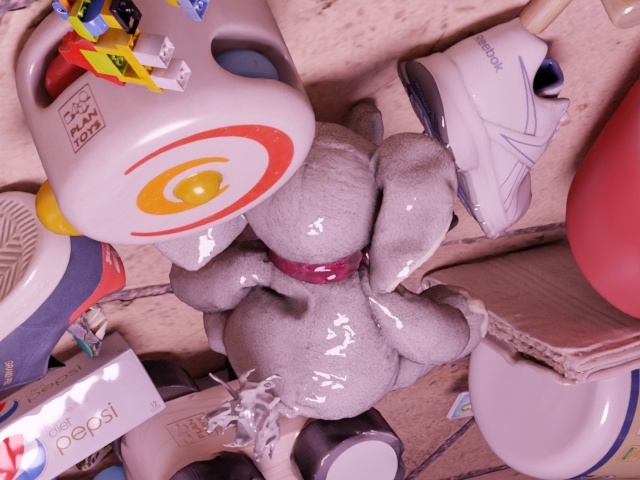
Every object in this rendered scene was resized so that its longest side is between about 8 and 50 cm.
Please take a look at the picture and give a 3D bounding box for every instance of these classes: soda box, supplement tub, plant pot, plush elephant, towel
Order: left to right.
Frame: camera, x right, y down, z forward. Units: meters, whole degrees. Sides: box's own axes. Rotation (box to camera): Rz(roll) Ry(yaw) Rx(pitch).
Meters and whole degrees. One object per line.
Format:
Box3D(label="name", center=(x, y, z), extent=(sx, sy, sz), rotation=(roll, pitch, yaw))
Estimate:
Box3D(label="soda box", center=(-0.261, 0.177, 1.798), extent=(0.216, 0.074, 0.069), rotation=(-32, -159, -10))
Box3D(label="plush elephant", center=(0.000, 0.000, 1.559), extent=(0.330, 0.272, 0.255), rotation=(-49, 152, -65))
Box3D(label="towel", center=(0.252, 0.074, 1.947), extent=(0.187, 0.282, 0.049), rotation=(-11, 113, -25))
Box3D(label="supplement tub", center=(0.354, 0.167, 2.220), extent=(0.316, 0.228, 0.228), rotation=(6, 144, -42))
Box3D(label="plant pot", center=(0.367, -0.047, 1.772), extent=(0.275, 0.275, 0.243), rotation=(-14, 167, -22))

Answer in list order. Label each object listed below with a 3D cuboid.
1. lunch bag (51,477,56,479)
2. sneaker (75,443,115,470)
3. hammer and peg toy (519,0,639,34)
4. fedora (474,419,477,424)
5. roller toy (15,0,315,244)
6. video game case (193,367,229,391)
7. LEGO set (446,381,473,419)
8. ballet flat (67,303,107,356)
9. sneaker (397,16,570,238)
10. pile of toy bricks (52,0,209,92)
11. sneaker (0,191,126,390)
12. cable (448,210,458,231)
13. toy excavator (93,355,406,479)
Box3D(label="lunch bag", center=(-0.388, 0.263, 1.933), extent=(0.219, 0.090, 0.176), rotation=(-35, 158, 29))
Box3D(label="sneaker", center=(-0.236, 0.227, 2.070), extent=(0.083, 0.031, 0.035), rotation=(-37, 154, 30))
Box3D(label="hammer and peg toy", center=(0.289, -0.253, 1.382), extent=(0.266, 0.127, 0.361), rotation=(-34, 155, 30))
Box3D(label="fedora", center=(0.305, 0.227, 2.530), extent=(0.194, 0.079, 0.194), rotation=(-19, 157, -8))
Box3D(label="roller toy", center=(-0.110, -0.089, 1.335), extent=(0.209, 0.146, 0.191), rotation=(-18, 157, -11))
Box3D(label="video game case", center=(-0.032, 0.162, 2.131), extent=(0.227, 0.026, 0.206), rotation=(-20, 158, -5))
Box3D(label="LEGO set", center=(0.296, 0.165, 2.364), extent=(0.244, 0.060, 0.182), rotation=(-4, 137, -35))
Box3D(label="ballet flat", center=(-0.217, 0.077, 1.748), extent=(0.041, 0.041, 0.114), rotation=(-23, 158, 0))
Box3D(label="sneaker", center=(0.162, -0.093, 1.649), extent=(0.129, 0.111, 0.297), rotation=(-30, 158, 1))
Box3D(label="pile of toy bricks", center=(-0.149, -0.184, 1.161), extent=(0.105, 0.118, 0.212), rotation=(11, 160, 22))
Box3D(label="sneaker", center=(-0.306, 0.097, 1.580), extent=(0.350, 0.131, 0.148), rotation=(-33, 151, 23))
Box3D(label="cable", center=(0.018, 0.005, 1.827), extent=(0.287, 0.072, 0.139), rotation=(-25, 178, 37))
Box3D(label="toy excavator", center=(-0.131, 0.357, 1.938), extent=(0.433, 0.222, 0.445), rotation=(-17, 126, -21))
